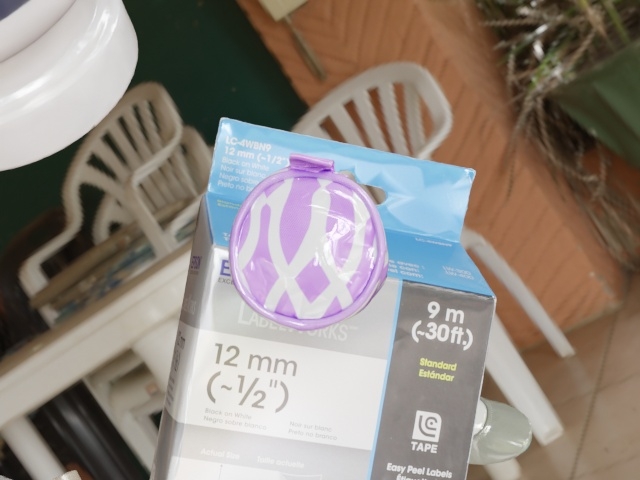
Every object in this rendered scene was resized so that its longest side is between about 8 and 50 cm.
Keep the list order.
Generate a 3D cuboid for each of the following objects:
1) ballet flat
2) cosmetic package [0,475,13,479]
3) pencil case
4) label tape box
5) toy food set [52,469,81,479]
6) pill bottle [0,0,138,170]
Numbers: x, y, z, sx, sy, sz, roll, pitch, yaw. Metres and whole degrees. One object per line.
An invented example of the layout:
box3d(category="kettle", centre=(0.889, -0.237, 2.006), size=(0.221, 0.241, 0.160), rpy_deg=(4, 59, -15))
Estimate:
box3d(category="ballet flat", centre=(0.118, 0.186, 1.047), size=(0.213, 0.068, 0.072), rpy_deg=(3, 62, 44))
box3d(category="cosmetic package", centre=(-0.322, 0.311, 0.925), size=(0.138, 0.224, 0.224), rpy_deg=(-59, 30, -6))
box3d(category="pencil case", centre=(0.000, 0.000, 0.579), size=(0.206, 0.086, 0.088), rpy_deg=(-53, -23, -87))
box3d(category="label tape box", centre=(0.008, 0.084, 0.849), size=(0.249, 0.348, 0.115), rpy_deg=(11, -1, -14))
box3d(category="toy food set", centre=(-0.381, 0.488, 1.478), size=(0.092, 0.220, 0.306), rpy_deg=(-23, -13, -38))
box3d(category="pill bottle", centre=(-0.179, -0.158, 0.400), size=(0.153, 0.153, 0.265), rpy_deg=(-34, -38, -10))
